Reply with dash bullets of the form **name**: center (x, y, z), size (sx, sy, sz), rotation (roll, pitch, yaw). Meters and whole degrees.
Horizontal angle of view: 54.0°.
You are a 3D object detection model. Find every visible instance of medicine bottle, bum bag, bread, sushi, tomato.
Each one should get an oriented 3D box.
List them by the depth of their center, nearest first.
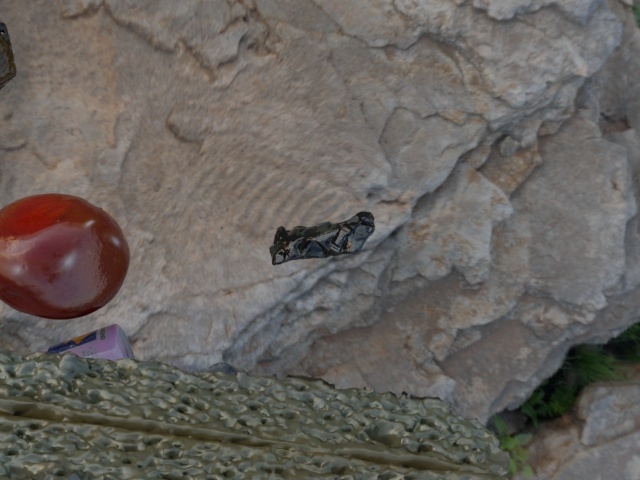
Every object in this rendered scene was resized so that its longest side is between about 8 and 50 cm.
- **bread**: center (-0.061, 0.170, 0.358), size (0.337, 0.102, 0.183), rotation (9, 115, -4)
- **tomato**: center (-0.630, 0.036, 1.496), size (0.325, 0.293, 0.290), rotation (11, 48, 11)
- **sushi**: center (-0.849, -0.403, 1.503), size (0.287, 0.149, 0.140), rotation (-35, 109, -2)
- **medicine bottle**: center (-0.649, 0.348, 1.661), size (0.290, 0.178, 0.178), rotation (-18, 98, -9)
- **bum bag**: center (0.000, 0.000, 1.802), size (0.340, 0.144, 0.095), rotation (-9, 139, 24)

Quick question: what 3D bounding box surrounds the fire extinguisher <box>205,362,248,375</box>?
- **fire extinguisher**: center (-0.138, 0.224, 0.979), size (0.050, 0.177, 0.062), rotation (-20, 75, -2)
